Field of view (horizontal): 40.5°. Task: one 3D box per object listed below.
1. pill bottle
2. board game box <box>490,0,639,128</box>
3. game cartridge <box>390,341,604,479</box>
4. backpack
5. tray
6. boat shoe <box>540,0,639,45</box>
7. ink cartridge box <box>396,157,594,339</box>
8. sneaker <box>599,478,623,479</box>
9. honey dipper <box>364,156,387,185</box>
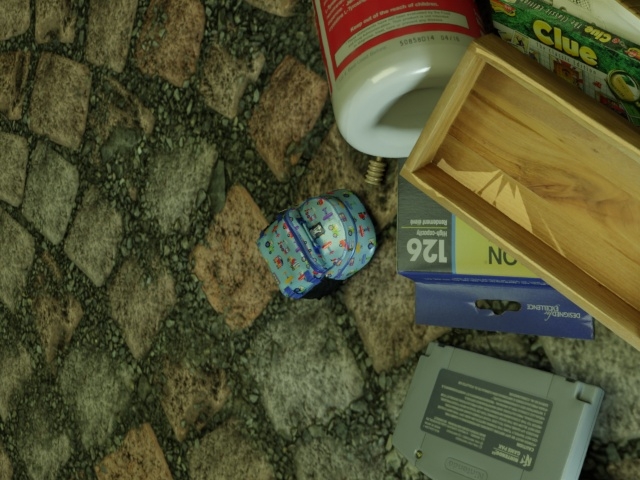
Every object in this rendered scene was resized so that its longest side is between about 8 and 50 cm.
[{"bbox_3d":[0.103,-0.345,1.254,0.229,0.229,0.407,-31,58,37],"label":"pill bottle"},{"bbox_3d":[0.335,-0.239,1.147,0.030,0.136,0.260,-42,54,-14],"label":"board game box"},{"bbox_3d":[0.238,0.265,1.224,0.297,0.062,0.198,11,81,49],"label":"game cartridge"},{"bbox_3d":[0.000,0.000,1.451,0.173,0.117,0.158,-38,68,32],"label":"backpack"},{"bbox_3d":[0.312,-0.049,1.036,0.411,0.076,0.203,39,126,17],"label":"tray"},{"bbox_3d":[0.369,-0.296,1.139,0.277,0.098,0.096,51,136,34],"label":"boat shoe"},{"bbox_3d":[0.245,-0.017,1.266,0.304,0.072,0.307,0,89,41],"label":"ink cartridge box"},{"bbox_3d":[0.389,0.387,1.108,0.341,0.125,0.139,7,94,40],"label":"sneaker"},{"bbox_3d":[0.104,-0.170,1.411,0.030,0.030,0.160,22,104,39],"label":"honey dipper"}]
